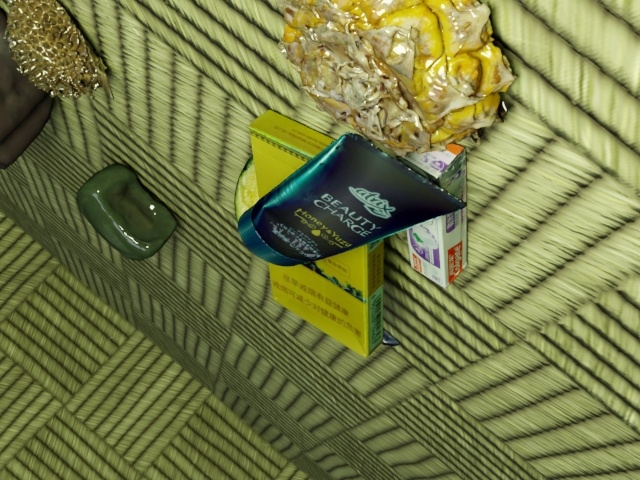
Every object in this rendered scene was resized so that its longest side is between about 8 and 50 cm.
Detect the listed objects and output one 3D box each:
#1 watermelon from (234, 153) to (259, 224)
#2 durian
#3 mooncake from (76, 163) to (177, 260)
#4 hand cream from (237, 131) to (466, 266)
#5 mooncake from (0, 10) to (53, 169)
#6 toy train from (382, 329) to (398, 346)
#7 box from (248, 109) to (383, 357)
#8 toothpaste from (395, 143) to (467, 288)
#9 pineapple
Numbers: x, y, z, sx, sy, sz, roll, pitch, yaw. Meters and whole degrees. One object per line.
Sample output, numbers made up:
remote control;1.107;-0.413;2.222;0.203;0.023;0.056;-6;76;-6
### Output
watermelon;-0.049;-0.033;1.079;0.092;0.075;0.181;-32;115;23
durian;-0.344;-0.237;1.112;0.188;0.091;0.148;39;161;1
mooncake;-0.328;-0.050;1.460;0.168;0.104;0.175;31;156;36
hand cream;0.011;-0.032;0.798;0.120;0.061;0.270;31;154;-19
mooncake;-0.597;-0.275;1.356;0.350;0.212;0.381;33;162;5
toy train;0.073;0.124;1.204;0.083;0.017;0.017;39;161;4
box;0.000;0.001;0.953;0.153;0.041;0.279;30;143;29
toothpaste;0.106;-0.024;0.798;0.047;0.040;0.196;34;159;27
pineapple;0.041;-0.136;0.634;0.225;0.076;0.225;35;157;17
